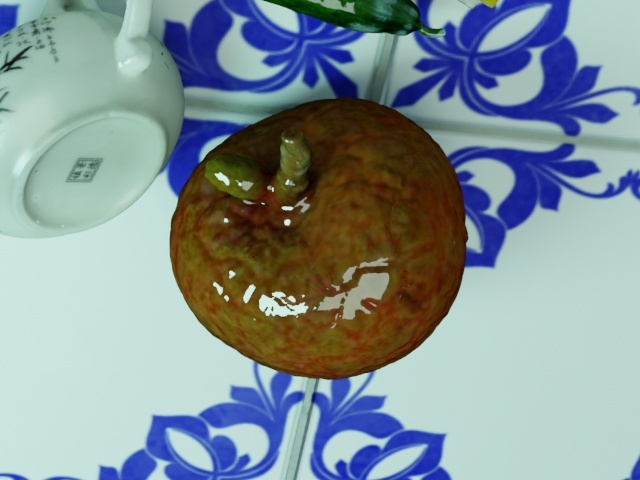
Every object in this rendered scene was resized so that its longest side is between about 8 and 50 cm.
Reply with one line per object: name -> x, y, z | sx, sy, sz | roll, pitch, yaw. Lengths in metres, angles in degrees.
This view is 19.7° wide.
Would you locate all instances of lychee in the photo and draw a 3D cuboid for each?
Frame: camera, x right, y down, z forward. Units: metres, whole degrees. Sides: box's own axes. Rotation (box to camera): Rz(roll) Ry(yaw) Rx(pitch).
lychee -> 0.000, 0.000, 1.524 | 0.255, 0.255, 0.300 | -28, 156, 12

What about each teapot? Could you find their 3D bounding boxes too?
teapot -> -0.205, -0.114, 1.485 | 0.208, 0.166, 0.299 | 10, 116, -36

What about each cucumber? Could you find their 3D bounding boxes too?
cucumber -> -0.013, -0.210, 1.488 | 0.250, 0.056, 0.056 | 15, 123, -15

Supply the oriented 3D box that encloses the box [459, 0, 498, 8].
box -> 0.082, -0.282, 1.458 | 0.247, 0.033, 0.129 | 27, 118, -24
